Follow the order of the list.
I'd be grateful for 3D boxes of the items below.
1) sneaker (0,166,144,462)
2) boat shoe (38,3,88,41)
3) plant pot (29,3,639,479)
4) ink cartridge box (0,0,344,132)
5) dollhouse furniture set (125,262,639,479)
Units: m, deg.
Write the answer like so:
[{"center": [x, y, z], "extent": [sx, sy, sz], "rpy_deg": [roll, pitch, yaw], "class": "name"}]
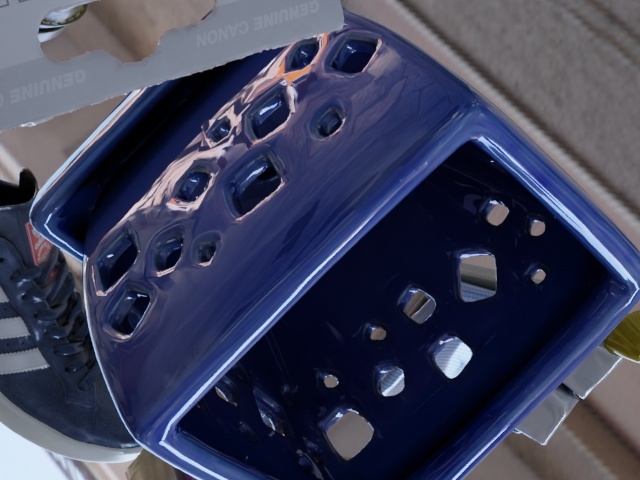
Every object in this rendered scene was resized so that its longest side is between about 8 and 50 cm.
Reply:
[{"center": [-0.243, 0.036, 1.357], "extent": [0.350, 0.148, 0.131], "rpy_deg": [41, -151, -13], "class": "sneaker"}, {"center": [-0.221, -0.311, 1.277], "extent": [0.110, 0.104, 0.307], "rpy_deg": [-11, -96, -29], "class": "boat shoe"}, {"center": [0.000, 0.000, 0.916], "extent": [0.236, 0.236, 0.212], "rpy_deg": [-46, -130, 5], "class": "plant pot"}, {"center": [-0.096, -0.162, 0.579], "extent": [0.181, 0.225, 0.056], "rpy_deg": [-21, -161, -28], "class": "ink cartridge box"}, {"center": [0.081, 0.155, 1.174], "extent": [0.286, 0.303, 0.198], "rpy_deg": [14, -145, -42], "class": "dollhouse furniture set"}]
